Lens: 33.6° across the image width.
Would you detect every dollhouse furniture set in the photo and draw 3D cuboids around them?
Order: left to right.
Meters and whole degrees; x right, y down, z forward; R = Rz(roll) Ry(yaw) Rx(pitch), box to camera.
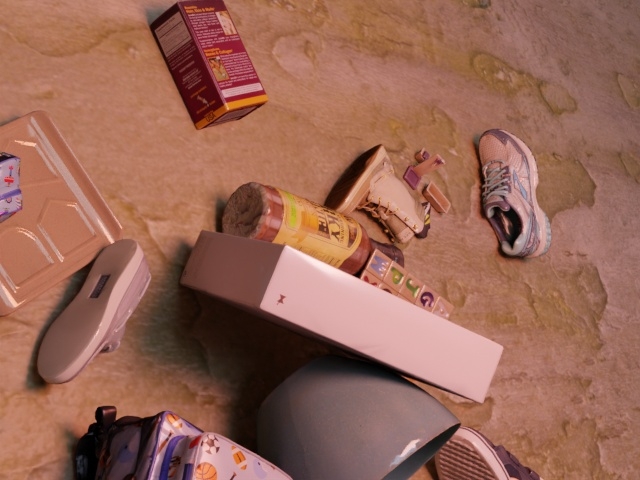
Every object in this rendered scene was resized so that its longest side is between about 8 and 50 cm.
[{"bbox_3d":[0.235,-0.122,2.044,0.114,0.081,0.091,49,42,-17],"label":"dollhouse furniture set"}]

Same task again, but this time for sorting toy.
[{"bbox_3d":[-0.414,-0.078,1.360,0.229,0.041,0.307,-39,99,-45],"label":"sorting toy"}]

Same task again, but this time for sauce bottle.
[{"bbox_3d":[0.000,0.000,1.704,0.344,0.111,0.111,19,57,-44],"label":"sauce bottle"}]

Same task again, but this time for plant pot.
[{"bbox_3d":[0.024,0.274,1.477,0.195,0.290,0.290,49,37,17],"label":"plant pot"}]

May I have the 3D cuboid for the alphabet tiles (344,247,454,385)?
[{"bbox_3d":[0.106,0.163,1.728,0.198,0.009,0.237,36,72,-30],"label":"alphabet tiles"}]

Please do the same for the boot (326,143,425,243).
[{"bbox_3d":[0.104,-0.057,1.874,0.165,0.077,0.213,54,38,-14],"label":"boot"}]

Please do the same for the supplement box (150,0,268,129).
[{"bbox_3d":[-0.176,-0.283,1.688,0.104,0.081,0.188,-22,87,-50],"label":"supplement box"}]

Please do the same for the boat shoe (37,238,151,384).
[{"bbox_3d":[-0.279,0.103,1.368,0.227,0.079,0.081,-65,143,-36],"label":"boat shoe"}]

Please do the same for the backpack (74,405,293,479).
[{"bbox_3d":[-0.162,0.361,1.270,0.276,0.213,0.263,35,58,-33],"label":"backpack"}]

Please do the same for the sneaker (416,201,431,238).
[{"bbox_3d":[0.192,-0.037,1.997,0.035,0.031,0.083,53,43,-33],"label":"sneaker"}]

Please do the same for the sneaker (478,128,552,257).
[{"bbox_3d":[0.384,-0.098,2.174,0.122,0.110,0.283,-9,76,-45],"label":"sneaker"}]

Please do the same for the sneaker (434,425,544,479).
[{"bbox_3d":[0.300,0.422,1.788,0.127,0.126,0.321,-46,116,-44],"label":"sneaker"}]

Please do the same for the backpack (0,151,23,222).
[{"bbox_3d":[-0.421,-0.035,1.212,0.173,0.158,0.117,-23,99,-37],"label":"backpack"}]

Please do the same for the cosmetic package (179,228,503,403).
[{"bbox_3d":[0.025,0.104,1.500,0.377,0.284,0.097,26,84,-28],"label":"cosmetic package"}]
